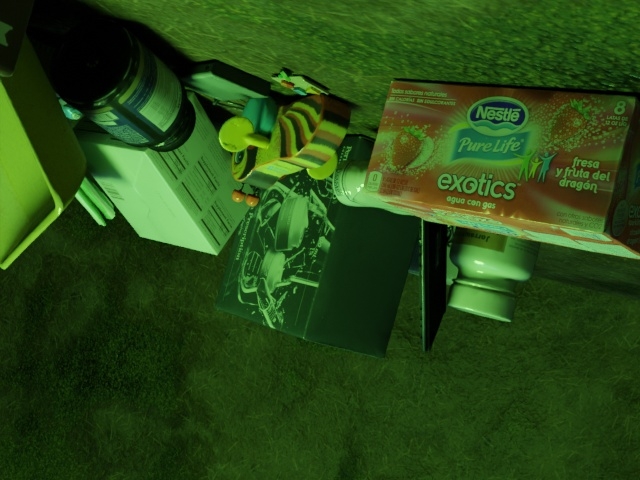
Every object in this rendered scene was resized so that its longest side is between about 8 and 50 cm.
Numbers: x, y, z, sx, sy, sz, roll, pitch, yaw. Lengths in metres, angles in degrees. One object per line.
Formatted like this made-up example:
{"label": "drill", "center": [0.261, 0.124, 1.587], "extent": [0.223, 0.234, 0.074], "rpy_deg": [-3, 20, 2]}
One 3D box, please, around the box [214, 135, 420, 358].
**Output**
{"label": "box", "center": [0.000, 0.000, 1.564], "extent": [0.179, 0.343, 0.312], "rpy_deg": [18, 175, -35]}

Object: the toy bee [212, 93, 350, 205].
{"label": "toy bee", "center": [-0.067, -0.128, 1.318], "extent": [0.195, 0.162, 0.298], "rpy_deg": [13, 177, -15]}

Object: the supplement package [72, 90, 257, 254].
{"label": "supplement package", "center": [-0.272, -0.125, 1.540], "extent": [0.204, 0.145, 0.262], "rpy_deg": [12, 147, 35]}

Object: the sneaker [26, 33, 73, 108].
{"label": "sneaker", "center": [-0.404, -0.249, 1.360], "extent": [0.282, 0.099, 0.153], "rpy_deg": [12, 175, 5]}

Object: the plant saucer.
{"label": "plant saucer", "center": [-0.424, -0.156, 1.172], "extent": [0.081, 0.333, 0.333], "rpy_deg": [-25, 180, -35]}

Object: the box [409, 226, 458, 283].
{"label": "box", "center": [0.259, -0.007, 1.645], "extent": [0.181, 0.181, 0.119], "rpy_deg": [17, 176, -26]}

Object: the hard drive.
{"label": "hard drive", "center": [-0.143, -0.224, 1.251], "extent": [0.094, 0.022, 0.135], "rpy_deg": [17, 176, -33]}

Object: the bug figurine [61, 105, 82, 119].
{"label": "bug figurine", "center": [-0.599, -0.291, 1.708], "extent": [0.216, 0.072, 0.279], "rpy_deg": [13, 176, 35]}

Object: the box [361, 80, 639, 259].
{"label": "box", "center": [0.219, -0.081, 0.992], "extent": [0.300, 0.142, 0.154], "rpy_deg": [12, 175, 40]}

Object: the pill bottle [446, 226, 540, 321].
{"label": "pill bottle", "center": [0.268, 0.001, 1.350], "extent": [0.131, 0.229, 0.131], "rpy_deg": [15, 176, 1]}

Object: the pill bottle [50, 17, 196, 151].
{"label": "pill bottle", "center": [-0.255, -0.198, 1.194], "extent": [0.122, 0.123, 0.219], "rpy_deg": [14, 170, 19]}

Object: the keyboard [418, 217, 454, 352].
{"label": "keyboard", "center": [0.171, -0.009, 1.320], "extent": [0.033, 0.317, 0.201], "rpy_deg": [8, -146, 18]}

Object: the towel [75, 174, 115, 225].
{"label": "towel", "center": [-0.466, -0.183, 1.475], "extent": [0.325, 0.038, 0.248], "rpy_deg": [46, 171, 42]}

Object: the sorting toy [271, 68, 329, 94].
{"label": "sorting toy", "center": [-0.036, -0.206, 1.158], "extent": [0.062, 0.012, 0.083], "rpy_deg": [12, 176, 41]}

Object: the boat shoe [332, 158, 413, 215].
{"label": "boat shoe", "center": [0.138, -0.093, 1.378], "extent": [0.088, 0.096, 0.267], "rpy_deg": [-4, 174, 45]}

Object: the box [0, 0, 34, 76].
{"label": "box", "center": [-0.347, -0.241, 0.702], "extent": [0.203, 0.167, 0.168], "rpy_deg": [12, 175, 36]}

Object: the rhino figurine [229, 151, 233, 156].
{"label": "rhino figurine", "center": [-0.242, -0.184, 1.877], "extent": [0.243, 0.073, 0.106], "rpy_deg": [16, 179, -38]}
